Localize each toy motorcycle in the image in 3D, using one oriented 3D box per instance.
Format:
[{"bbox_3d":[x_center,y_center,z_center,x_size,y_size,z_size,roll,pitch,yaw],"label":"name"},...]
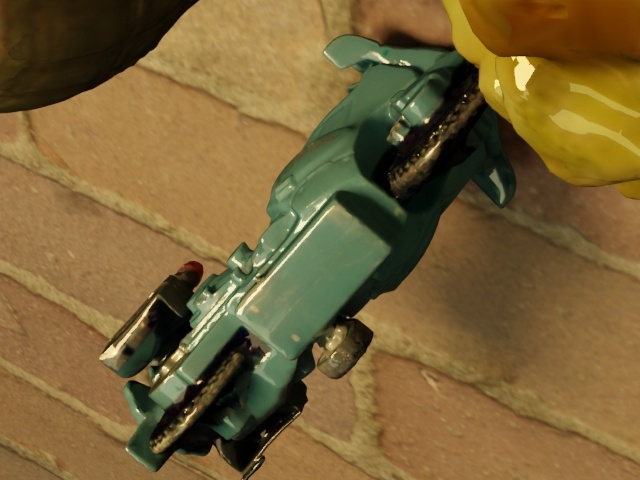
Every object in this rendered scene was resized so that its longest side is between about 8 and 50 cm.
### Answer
[{"bbox_3d":[0.000,0.000,0.811,0.123,0.182,0.272,41,106,-6],"label":"toy motorcycle"}]

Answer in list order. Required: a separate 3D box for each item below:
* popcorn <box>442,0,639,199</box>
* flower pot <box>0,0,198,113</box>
[{"bbox_3d":[0.152,-0.104,0.475,0.251,0.237,0.206,-109,-2,-65],"label":"popcorn"},{"bbox_3d":[-0.134,-0.199,0.538,0.302,0.213,0.302,25,148,17],"label":"flower pot"}]
